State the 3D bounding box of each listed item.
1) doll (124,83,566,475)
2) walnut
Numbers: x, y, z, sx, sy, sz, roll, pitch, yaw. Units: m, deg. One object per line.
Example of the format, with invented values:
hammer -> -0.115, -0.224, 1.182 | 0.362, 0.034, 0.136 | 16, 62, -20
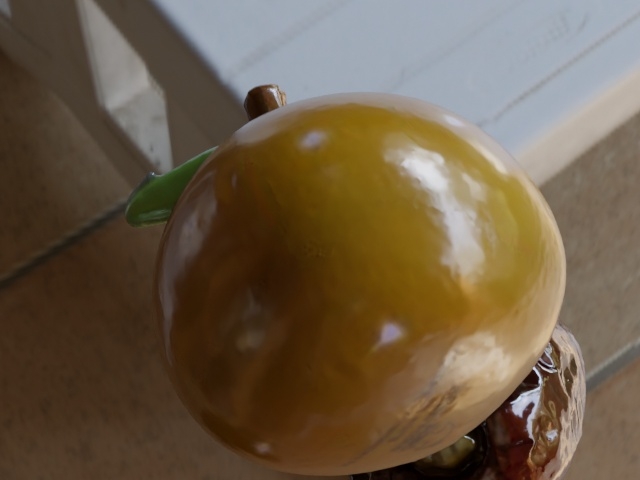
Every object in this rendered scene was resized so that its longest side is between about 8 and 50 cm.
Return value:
doll -> 0.000, 0.000, 0.840 | 0.213, 0.213, 0.236 | -25, 60, -12
walnut -> 0.124, 0.166, 1.520 | 0.244, 0.269, 0.222 | 0, 97, 23
